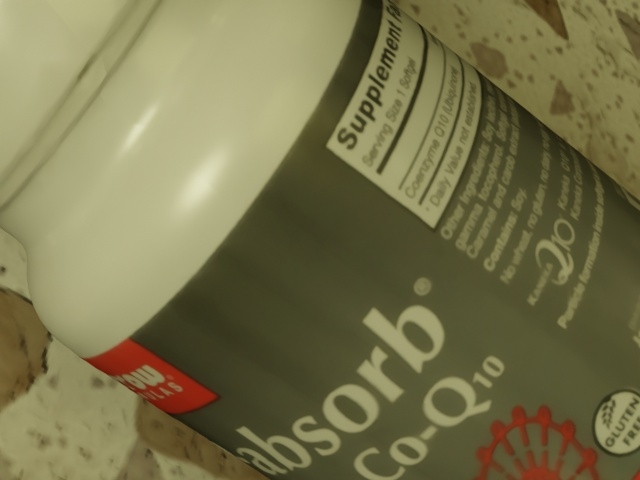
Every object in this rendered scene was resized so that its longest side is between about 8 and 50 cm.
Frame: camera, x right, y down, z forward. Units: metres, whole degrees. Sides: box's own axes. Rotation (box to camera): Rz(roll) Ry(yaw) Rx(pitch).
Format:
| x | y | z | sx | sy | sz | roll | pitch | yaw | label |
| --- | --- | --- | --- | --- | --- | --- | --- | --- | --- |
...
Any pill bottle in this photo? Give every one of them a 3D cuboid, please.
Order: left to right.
| x | y | z | sx | sy | sz | roll | pitch | yaw | label |
| --- | --- | --- | --- | --- | --- | --- | --- | --- | --- |
| 0.000 | 0.000 | 0.630 | 0.363 | 0.210 | 0.210 | 35 | 54 | -18 | pill bottle |
